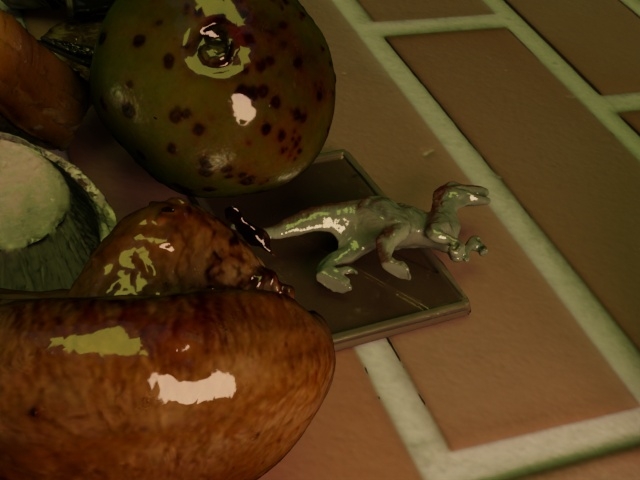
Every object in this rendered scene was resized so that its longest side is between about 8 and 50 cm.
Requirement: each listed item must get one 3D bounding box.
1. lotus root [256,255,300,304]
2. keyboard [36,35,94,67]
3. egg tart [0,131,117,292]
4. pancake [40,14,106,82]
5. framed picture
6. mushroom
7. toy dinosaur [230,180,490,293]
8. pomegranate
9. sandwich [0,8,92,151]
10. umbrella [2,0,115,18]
[{"bbox_3d":[-0.091,0.040,0.843,0.152,0.063,0.072,9,66,6],"label":"lotus root"},{"bbox_3d":[-0.219,-0.188,1.024,0.074,0.015,0.196,29,12,13],"label":"keyboard"},{"bbox_3d":[-0.276,-0.015,0.822,0.234,0.094,0.234,14,44,-15],"label":"egg tart"},{"bbox_3d":[-0.226,-0.212,1.149,0.199,0.021,0.199,6,40,-5],"label":"pancake"},{"bbox_3d":[0.000,0.000,0.945,0.189,0.023,0.260,-13,45,-25],"label":"framed picture"},{"bbox_3d":[-0.121,0.085,0.681,0.263,0.195,0.283,-6,20,42],"label":"mushroom"},{"bbox_3d":[0.042,-0.016,0.917,0.242,0.053,0.167,7,40,-2],"label":"toy dinosaur"},{"bbox_3d":[-0.083,-0.149,0.960,0.231,0.230,0.286,23,11,15],"label":"pomegranate"},{"bbox_3d":[-0.366,-0.182,0.893,0.271,0.301,0.099,18,83,10],"label":"sandwich"},{"bbox_3d":[-0.210,-0.329,1.189,0.358,0.113,0.106,0,21,-1],"label":"umbrella"}]
